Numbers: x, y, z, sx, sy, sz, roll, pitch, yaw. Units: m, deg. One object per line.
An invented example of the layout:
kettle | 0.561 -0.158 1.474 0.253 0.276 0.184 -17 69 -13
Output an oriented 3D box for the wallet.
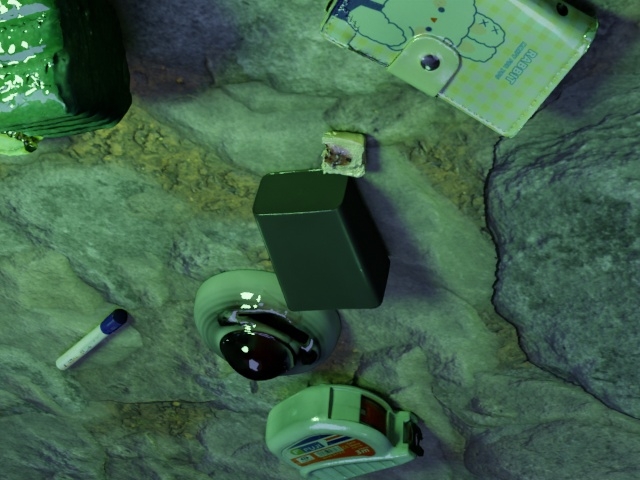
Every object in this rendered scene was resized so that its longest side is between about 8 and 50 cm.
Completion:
wallet | 0.173 -0.280 1.668 0.309 0.077 0.223 26 138 -12

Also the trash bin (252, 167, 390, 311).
trash bin | 0.000 0.000 2.056 0.165 0.115 0.225 -2 138 20

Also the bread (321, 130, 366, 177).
bread | 0.036 -0.130 1.939 0.070 0.035 0.083 9 140 4

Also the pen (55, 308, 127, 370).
pen | -0.451 0.196 2.522 0.033 0.033 0.269 31 140 -21

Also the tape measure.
tape measure | 0.037 0.368 2.511 0.243 0.125 0.246 -23 132 30

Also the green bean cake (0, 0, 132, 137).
green bean cake | -0.372 -0.292 1.696 0.169 0.300 0.308 -9 -179 8

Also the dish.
dish | -0.107 0.184 2.313 0.273 0.134 0.273 8 142 6

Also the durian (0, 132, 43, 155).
durian | -0.601 -0.217 1.974 0.375 0.107 0.132 17 145 -6
